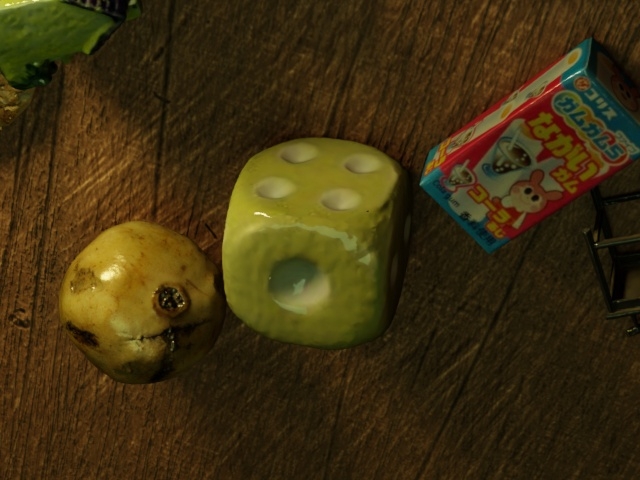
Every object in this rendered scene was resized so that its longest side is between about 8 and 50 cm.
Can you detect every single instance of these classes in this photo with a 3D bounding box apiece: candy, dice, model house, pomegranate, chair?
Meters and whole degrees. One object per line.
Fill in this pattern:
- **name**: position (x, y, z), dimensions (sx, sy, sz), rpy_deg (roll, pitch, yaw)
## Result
- **candy**: position (0.300, -0.126, 1.908), dimensions (0.157, 0.100, 0.306), rpy_deg (44, 124, -16)
- **dice**: position (0.000, 0.000, 2.005), dimensions (0.238, 0.233, 0.227), rpy_deg (7, 126, 11)
- **model house**: position (-0.341, -0.332, 1.894), dimensions (0.211, 0.194, 0.170), rpy_deg (-10, 139, 8)
- **pomegranate**: position (-0.276, 0.097, 2.164), dimensions (0.260, 0.260, 0.260), rpy_deg (8, 127, 11)
- **chair**: position (0.473, 0.050, 1.966), dimensions (0.154, 0.141, 0.260), rpy_deg (-11, 119, 24)

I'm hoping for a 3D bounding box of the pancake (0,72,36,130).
- **pancake**: position (-0.581, -0.299, 2.065), dimensions (0.356, 0.065, 0.356), rpy_deg (8, 129, 10)
